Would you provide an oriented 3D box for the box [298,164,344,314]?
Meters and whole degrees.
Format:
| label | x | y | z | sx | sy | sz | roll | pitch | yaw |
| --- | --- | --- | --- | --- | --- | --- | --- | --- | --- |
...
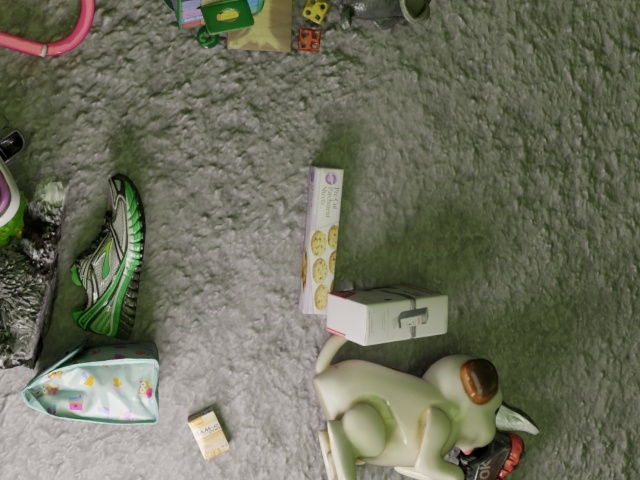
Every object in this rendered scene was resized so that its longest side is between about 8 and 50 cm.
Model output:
| label | x | y | z | sx | sy | sz | roll | pitch | yaw |
| --- | --- | --- | --- | --- | --- | --- | --- | --- | --- |
| box | 0.000 | 0.000 | 1.935 | 0.067 | 0.063 | 0.324 | 4 | 98 | -14 |

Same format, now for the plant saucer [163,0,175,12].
| label | x | y | z | sx | sy | sz | roll | pitch | yaw |
| --- | --- | --- | --- | --- | --- | --- | --- | --- | --- |
| plant saucer | -0.271 | -0.519 | 1.820 | 0.119 | 0.021 | 0.120 | -2 | 98 | -11 |

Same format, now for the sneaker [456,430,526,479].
| label | x | y | z | sx | sy | sz | roll | pitch | yaw |
| --- | --- | --- | --- | --- | --- | --- | --- | --- | --- |
| sneaker | 0.363 | 0.561 | 2.081 | 0.135 | 0.097 | 0.276 | 28 | 90 | -15 |

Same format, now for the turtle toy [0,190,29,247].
| label | x | y | z | sx | sy | sz | roll | pitch | yaw |
| --- | --- | --- | --- | --- | --- | --- | --- | --- | --- |
| turtle toy | -0.631 | -0.043 | 1.793 | 0.095 | 0.066 | 0.130 | 26 | 94 | -25 |

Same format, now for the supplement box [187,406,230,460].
| label | x | y | z | sx | sy | sz | roll | pitch | yaw |
| --- | --- | --- | --- | --- | --- | --- | --- | --- | --- |
| supplement box | -0.247 | 0.426 | 1.962 | 0.062 | 0.036 | 0.099 | -25 | 102 | -8 |

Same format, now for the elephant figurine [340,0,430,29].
| label | x | y | z | sx | sy | sz | roll | pitch | yaw |
| --- | --- | --- | --- | --- | --- | --- | --- | --- | --- |
| elephant figurine | 0.166 | -0.515 | 1.855 | 0.239 | 0.169 | 0.186 | 18 | 124 | -29 |

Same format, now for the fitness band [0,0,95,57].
| label | x | y | z | sx | sy | sz | roll | pitch | yaw |
| --- | --- | --- | --- | --- | --- | --- | --- | --- | --- |
| fitness band | -0.591 | -0.480 | 1.742 | 0.290 | 0.054 | 0.209 | 16 | 95 | -15 |

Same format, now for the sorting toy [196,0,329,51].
| label | x | y | z | sx | sy | sz | roll | pitch | yaw |
| --- | --- | --- | --- | --- | --- | --- | --- | --- | --- |
| sorting toy | -0.120 | -0.461 | 1.848 | 0.274 | 0.046 | 0.133 | 0 | 98 | -12 |

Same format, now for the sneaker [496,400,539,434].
| label | x | y | z | sx | sy | sz | roll | pitch | yaw |
| --- | --- | --- | --- | --- | --- | --- | --- | --- | --- |
| sneaker | 0.449 | 0.425 | 2.106 | 0.152 | 0.054 | 0.061 | 30 | 101 | -9 |

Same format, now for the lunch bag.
| label | x | y | z | sx | sy | sz | roll | pitch | yaw |
| --- | --- | --- | --- | --- | --- | --- | --- | --- | --- |
| lunch bag | -0.460 | 0.284 | 1.800 | 0.262 | 0.223 | 0.160 | 0 | 93 | -10 |

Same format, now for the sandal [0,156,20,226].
| label | x | y | z | sx | sy | sz | roll | pitch | yaw |
| --- | --- | --- | --- | --- | --- | --- | --- | --- | --- |
| sandal | -0.712 | -0.198 | 1.635 | 0.416 | 0.102 | 0.169 | 43 | 83 | 5 |

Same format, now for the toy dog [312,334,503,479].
| label | x | y | z | sx | sy | sz | roll | pitch | yaw |
| --- | --- | --- | --- | --- | --- | --- | --- | --- | --- |
| toy dog | 0.201 | 0.379 | 1.959 | 0.407 | 0.285 | 0.396 | -9 | 64 | -9 |

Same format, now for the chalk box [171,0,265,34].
| label | x | y | z | sx | sy | sz | roll | pitch | yaw |
| --- | --- | --- | --- | --- | --- | --- | --- | --- | --- |
| chalk box | -0.207 | -0.529 | 1.710 | 0.180 | 0.179 | 0.289 | -14 | 83 | -11 |

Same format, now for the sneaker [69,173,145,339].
| label | x | y | z | sx | sy | sz | roll | pitch | yaw |
| --- | --- | --- | --- | --- | --- | --- | --- | --- | --- |
| sneaker | -0.435 | 0.033 | 1.812 | 0.146 | 0.134 | 0.344 | 8 | 97 | -12 |

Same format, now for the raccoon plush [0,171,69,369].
| label | x | y | z | sx | sy | sz | roll | pitch | yaw |
| --- | --- | --- | --- | --- | --- | --- | --- | --- | --- |
| raccoon plush | -0.674 | 0.059 | 1.743 | 0.299 | 0.216 | 0.447 | 13 | 91 | -8 |

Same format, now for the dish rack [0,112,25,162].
| label | x | y | z | sx | sy | sz | roll | pitch | yaw |
| --- | --- | --- | --- | --- | --- | --- | --- | --- | --- |
| dish rack | -0.735 | -0.239 | 1.738 | 0.208 | 0.074 | 0.272 | -36 | 104 | -5 |

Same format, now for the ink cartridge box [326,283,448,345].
| label | x | y | z | sx | sy | sz | roll | pitch | yaw |
| --- | --- | --- | --- | --- | --- | --- | --- | --- | --- |
| ink cartridge box | 0.144 | 0.156 | 1.911 | 0.217 | 0.158 | 0.092 | -3 | 98 | -31 |
